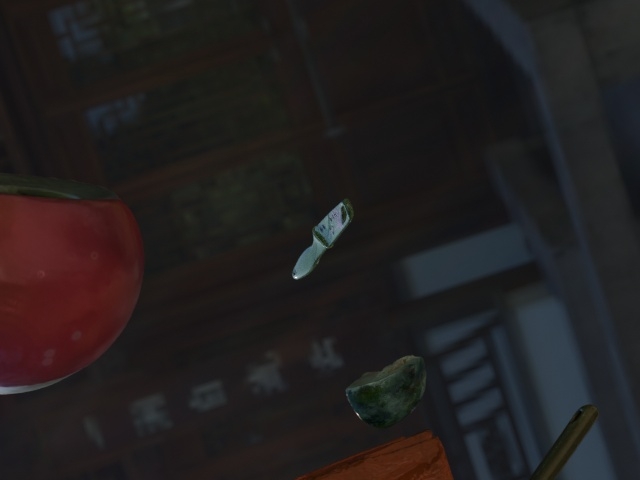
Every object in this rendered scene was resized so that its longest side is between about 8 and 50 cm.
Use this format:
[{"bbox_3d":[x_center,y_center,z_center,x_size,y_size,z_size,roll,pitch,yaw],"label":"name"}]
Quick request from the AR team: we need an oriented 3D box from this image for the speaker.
[{"bbox_3d":[-0.326,0.026,1.935,0.294,0.294,0.294,-18,-90,-89],"label":"speaker"}]

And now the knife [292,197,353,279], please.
[{"bbox_3d":[0.000,0.000,2.012,0.030,0.014,0.207,63,155,12],"label":"knife"}]

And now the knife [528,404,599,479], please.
[{"bbox_3d":[0.168,0.259,1.710,0.027,0.343,0.061,46,146,-5],"label":"knife"}]

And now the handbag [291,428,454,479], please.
[{"bbox_3d":[0.059,0.422,1.868,0.410,0.303,0.116,68,159,7],"label":"handbag"}]

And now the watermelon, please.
[{"bbox_3d":[0.063,0.137,1.827,0.061,0.085,0.085,42,158,46],"label":"watermelon"}]
